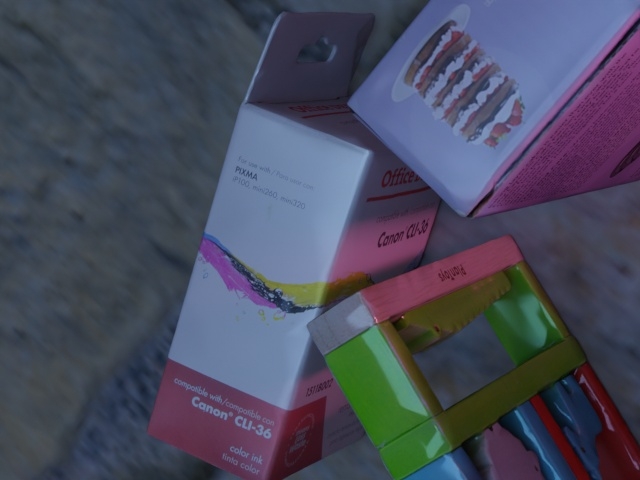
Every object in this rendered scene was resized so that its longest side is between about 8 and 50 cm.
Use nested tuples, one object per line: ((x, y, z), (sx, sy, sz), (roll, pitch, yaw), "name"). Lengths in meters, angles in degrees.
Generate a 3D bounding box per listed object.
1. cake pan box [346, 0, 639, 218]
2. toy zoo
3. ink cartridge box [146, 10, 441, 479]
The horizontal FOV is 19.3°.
((0.154, -0.128, 0.698), (0.070, 0.245, 0.267), (44, 111, 12), "cake pan box")
((0.115, 0.139, 0.776), (0.030, 0.192, 0.293), (-34, 84, 23), "toy zoo")
((0.000, 0.000, 0.848), (0.067, 0.115, 0.198), (22, 105, 20), "ink cartridge box")
